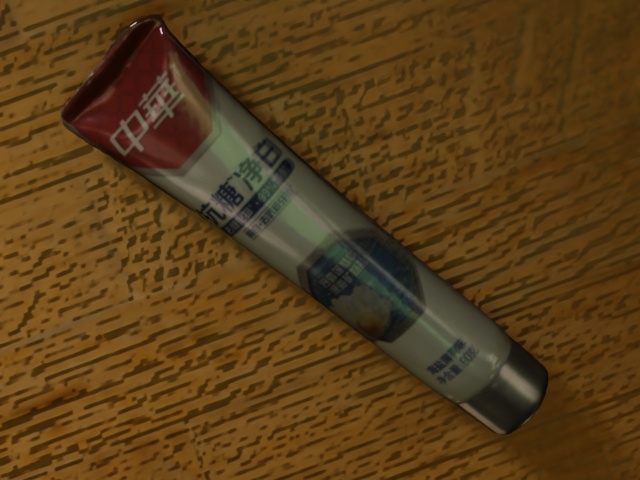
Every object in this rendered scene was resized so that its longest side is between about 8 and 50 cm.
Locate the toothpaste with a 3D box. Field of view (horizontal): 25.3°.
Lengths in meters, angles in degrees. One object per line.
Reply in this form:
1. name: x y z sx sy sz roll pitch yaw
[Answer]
1. toothpaste: 0.000 0.000 0.607 0.239 0.039 0.062 39 108 -14
